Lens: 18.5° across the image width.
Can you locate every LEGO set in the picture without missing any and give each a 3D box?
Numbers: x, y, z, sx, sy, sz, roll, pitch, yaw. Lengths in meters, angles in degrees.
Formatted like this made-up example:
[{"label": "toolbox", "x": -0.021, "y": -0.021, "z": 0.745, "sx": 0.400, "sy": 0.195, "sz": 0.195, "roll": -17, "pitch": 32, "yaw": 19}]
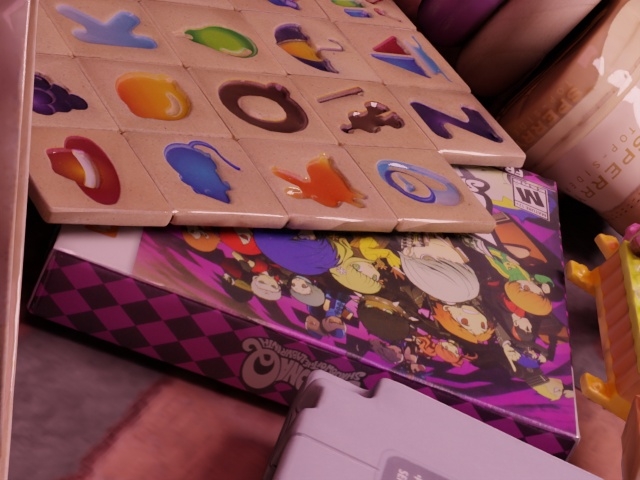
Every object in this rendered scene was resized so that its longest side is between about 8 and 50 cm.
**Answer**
[{"label": "LEGO set", "x": 0.193, "y": 0.019, "z": 0.880, "sx": 0.132, "sy": 0.107, "sz": 0.287, "roll": 49, "pitch": 29, "yaw": 12}]

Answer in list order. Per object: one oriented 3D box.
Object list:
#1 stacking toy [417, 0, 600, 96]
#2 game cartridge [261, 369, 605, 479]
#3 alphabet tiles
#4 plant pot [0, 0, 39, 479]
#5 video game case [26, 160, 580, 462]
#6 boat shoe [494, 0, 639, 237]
[{"label": "stacking toy", "x": 0.022, "y": -0.236, "z": 1.072, "sx": 0.330, "sy": 0.141, "sz": 0.141, "roll": 44, "pitch": 32, "yaw": -1}, {"label": "game cartridge", "x": 0.051, "y": 0.170, "z": 0.655, "sx": 0.198, "sy": 0.062, "sz": 0.297, "roll": 29, "pitch": 31, "yaw": -3}, {"label": "alphabet tiles", "x": -0.076, "y": -0.093, "z": 0.911, "sx": 0.342, "sy": 0.011, "sz": 0.285, "roll": 2, "pitch": 37, "yaw": -36}, {"label": "plant pot", "x": -0.184, "y": -0.025, "z": 0.591, "sx": 0.191, "sy": 0.284, "sz": 0.284, "roll": 3, "pitch": 36, "yaw": -8}, {"label": "video game case", "x": 0.000, "y": 0.000, "z": 0.876, "sx": 0.232, "sy": 0.042, "sz": 0.210, "roll": 21, "pitch": 32, "yaw": -9}, {"label": "boat shoe", "x": 0.197, "y": -0.100, "z": 1.109, "sx": 0.110, "sy": 0.121, "sz": 0.341, "roll": 44, "pitch": 38, "yaw": -2}]
